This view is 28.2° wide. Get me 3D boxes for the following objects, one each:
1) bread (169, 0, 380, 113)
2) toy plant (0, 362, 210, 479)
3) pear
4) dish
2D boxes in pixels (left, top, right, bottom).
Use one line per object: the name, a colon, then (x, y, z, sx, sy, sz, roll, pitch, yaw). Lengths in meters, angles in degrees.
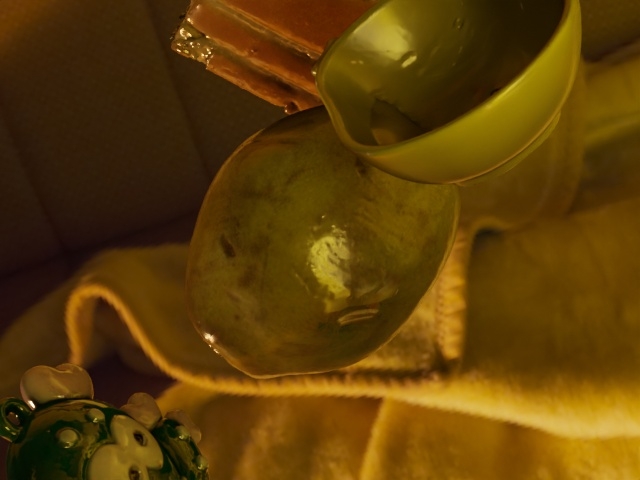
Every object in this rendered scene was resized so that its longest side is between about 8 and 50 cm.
bread: (-0.016, -0.257, 1.392, 0.239, 0.246, 0.111, -50, 20, 42)
toy plant: (-0.181, 0.213, 1.071, 0.112, 0.243, 0.232, -40, 38, 29)
pear: (0.000, 0.000, 1.320, 0.321, 0.269, 0.269, -39, 30, -12)
dish: (0.117, -0.132, 1.087, 0.221, 0.108, 0.262, -38, 32, 0)
